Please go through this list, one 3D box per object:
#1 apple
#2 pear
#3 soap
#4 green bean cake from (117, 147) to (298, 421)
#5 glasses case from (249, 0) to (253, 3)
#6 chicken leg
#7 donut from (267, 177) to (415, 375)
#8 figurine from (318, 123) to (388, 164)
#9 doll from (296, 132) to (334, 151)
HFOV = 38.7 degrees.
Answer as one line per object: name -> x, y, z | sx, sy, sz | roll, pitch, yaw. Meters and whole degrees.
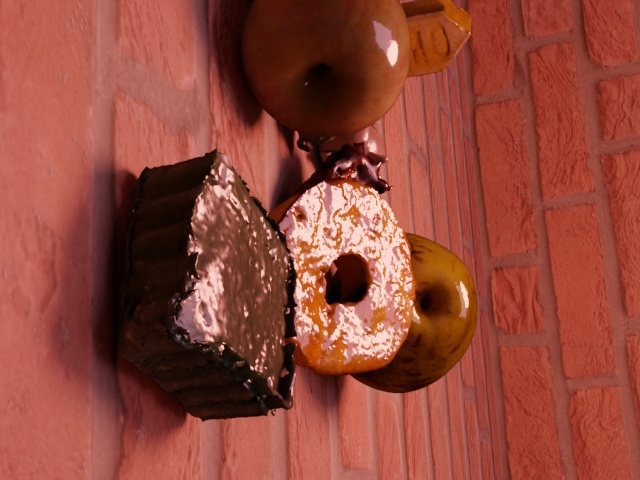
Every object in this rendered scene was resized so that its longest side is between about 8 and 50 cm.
apple -> 0.008, -0.293, 1.365 | 0.234, 0.257, 0.257 | -85, 159, -52
pear -> 0.135, 0.122, 1.543 | 0.283, 0.283, 0.283 | -7, 90, -72
soap -> 0.203, -0.440, 1.994 | 0.160, 0.257, 0.080 | 64, 26, -44
green bean cake -> -0.124, 0.057, 1.021 | 0.255, 0.132, 0.241 | 53, 33, -53
glasses case -> -0.062, -0.386, 1.513 | 0.205, 0.047, 0.071 | 36, 48, -65
chicken leg -> 0.000, 0.000, 1.453 | 0.158, 0.096, 0.407 | 37, 54, -29
donut -> 0.007, 0.057, 1.312 | 0.303, 0.110, 0.303 | 9, 78, -45
figurine -> 0.057, -0.171, 1.663 | 0.138, 0.125, 0.125 | -104, 180, -71
doll -> 0.018, -0.253, 1.601 | 0.202, 0.091, 0.286 | -58, -170, 8
